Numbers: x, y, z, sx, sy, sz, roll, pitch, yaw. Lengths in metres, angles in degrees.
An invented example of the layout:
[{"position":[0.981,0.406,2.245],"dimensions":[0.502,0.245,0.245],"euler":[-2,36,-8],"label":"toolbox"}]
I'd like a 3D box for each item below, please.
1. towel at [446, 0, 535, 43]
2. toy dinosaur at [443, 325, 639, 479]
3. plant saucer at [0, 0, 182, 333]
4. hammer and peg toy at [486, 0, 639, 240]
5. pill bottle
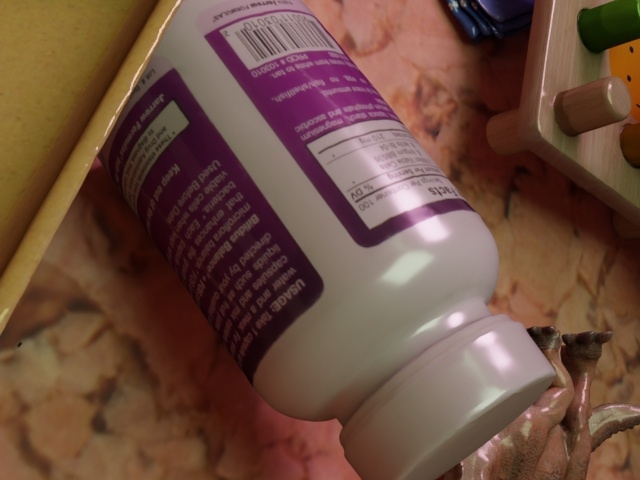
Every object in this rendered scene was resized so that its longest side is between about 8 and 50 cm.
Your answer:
[{"position":[0.147,-0.359,1.052],"dimensions":[0.243,0.040,0.336],"euler":[-28,89,-40],"label":"towel"},{"position":[0.139,0.168,0.793],"dimensions":[0.295,0.127,0.200],"euler":[9,74,-46],"label":"toy dinosaur"},{"position":[-0.248,-0.098,0.570],"dimensions":[0.332,0.081,0.333],"euler":[16,54,6],"label":"plant saucer"},{"position":[0.289,-0.190,0.993],"dimensions":[0.266,0.127,0.361],"euler":[29,62,-34],"label":"hammer and peg toy"},{"position":[0.000,0.000,0.673],"dimensions":[0.169,0.169,0.301],"euler":[-20,65,-38],"label":"pill bottle"}]
